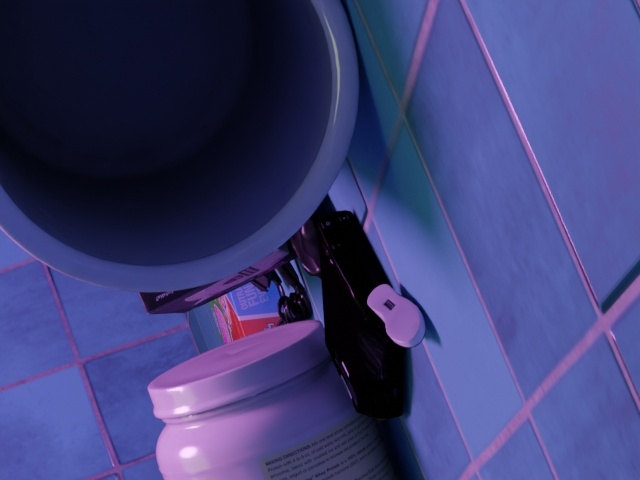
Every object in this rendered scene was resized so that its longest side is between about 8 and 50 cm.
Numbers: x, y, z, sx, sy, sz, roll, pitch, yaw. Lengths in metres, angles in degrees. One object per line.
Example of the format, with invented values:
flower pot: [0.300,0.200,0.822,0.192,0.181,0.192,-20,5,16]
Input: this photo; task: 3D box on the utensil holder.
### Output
utensil holder: [-0.168,-0.160,1.554,0.385,0.328,0.327,-131,23,-71]

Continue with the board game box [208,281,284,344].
board game box: [-0.121,0.045,2.440,0.316,0.064,0.242,-151,42,-76]

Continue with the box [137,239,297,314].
box: [-0.127,-0.011,1.929,0.247,0.163,0.142,20,-135,-86]

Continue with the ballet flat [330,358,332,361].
ballet flat: [0.015,0.173,2.032,0.173,0.057,0.049,103,-174,-70]

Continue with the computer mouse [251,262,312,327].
computer mouse: [-0.095,0.009,2.161,0.262,0.060,0.184,62,168,7]

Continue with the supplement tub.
supplement tub: [-0.035,0.270,1.866,0.235,0.235,0.324,-168,58,-79]

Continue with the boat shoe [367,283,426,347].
boat shoe: [0.073,0.072,1.530,0.035,0.035,0.100,45,179,-28]

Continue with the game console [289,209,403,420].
game console: [0.000,0.000,1.756,0.213,0.044,0.361,87,160,-54]
